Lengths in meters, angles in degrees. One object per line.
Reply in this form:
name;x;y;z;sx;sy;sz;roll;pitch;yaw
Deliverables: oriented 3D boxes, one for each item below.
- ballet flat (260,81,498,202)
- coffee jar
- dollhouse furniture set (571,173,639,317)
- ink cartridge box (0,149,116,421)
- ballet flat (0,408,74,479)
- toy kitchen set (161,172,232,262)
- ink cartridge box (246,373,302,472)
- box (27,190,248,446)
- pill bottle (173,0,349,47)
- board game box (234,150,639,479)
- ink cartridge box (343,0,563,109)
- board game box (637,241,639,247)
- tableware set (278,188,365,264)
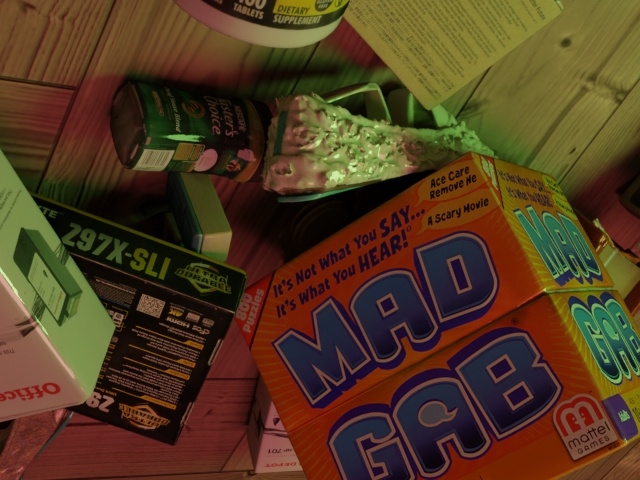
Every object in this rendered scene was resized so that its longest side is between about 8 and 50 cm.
ballet flat;0.085;-0.120;1.370;0.409;0.147;0.147;-7;143;-54
coffee jar;-0.133;-0.118;1.296;0.184;0.096;0.079;5;137;-34
dollhouse furniture set;0.447;-0.070;1.676;0.374;0.152;0.201;-53;137;7
ink cartridge box;-0.379;0.049;1.218;0.211;0.121;0.289;-13;126;19
ballet flat;-0.442;0.283;1.615;0.106;0.107;0.316;25;117;-22
toy kitchen set;-0.214;0.027;1.401;0.166;0.122;0.207;-8;139;-22
ink cartridge box;-0.029;0.267;1.801;0.139;0.082;0.191;-1;130;-17
box;-0.276;0.090;1.363;0.322;0.079;0.257;20;131;-7
pill bottle;-0.016;-0.350;1.010;0.188;0.188;0.334;-2;137;-28
board game box;0.176;0.144;1.449;0.356;0.356;0.356;-31;166;22
ink cartridge box;0.126;-0.275;1.262;0.193;0.088;0.234;-37;141;12
board game box;0.629;-0.059;1.656;0.336;0.079;0.254;-52;137;5
tableware set;0.000;0.000;1.562;0.128;0.039;0.194;-31;150;-12
